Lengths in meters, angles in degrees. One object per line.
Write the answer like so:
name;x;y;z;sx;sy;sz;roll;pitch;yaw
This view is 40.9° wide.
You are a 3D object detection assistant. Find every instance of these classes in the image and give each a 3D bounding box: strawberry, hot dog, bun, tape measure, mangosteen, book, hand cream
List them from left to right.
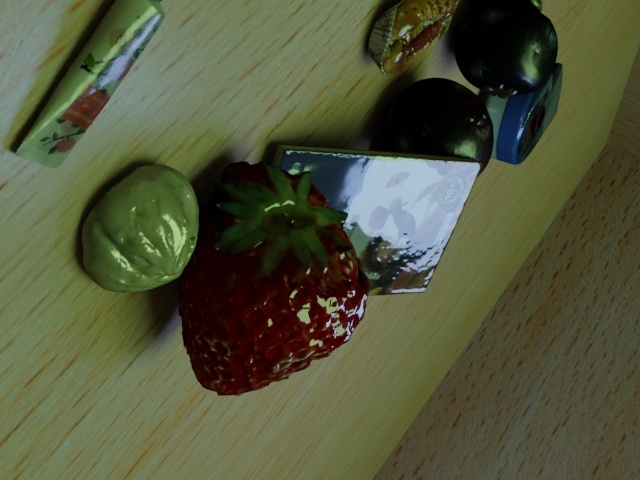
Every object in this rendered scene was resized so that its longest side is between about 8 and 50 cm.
hand cream;-0.236;-0.178;0.908;0.234;0.050;0.080;-55;162;3
bun;-0.215;-0.001;1.091;0.183;0.102;0.183;-43;151;-31
strawberry;-0.071;0.072;1.259;0.292;0.291;0.310;-46;158;-32
book;0.068;-0.024;1.506;0.428;0.039;0.300;-1;125;-34
hot dog;0.169;-0.378;1.505;0.252;0.069;0.131;-41;151;-42
mangosteen;0.208;-0.189;1.671;0.265;0.228;0.228;-34;-179;42
mangosteen;0.381;-0.410;1.759;0.243;0.243;0.243;-47;155;-30
tape measure;0.492;-0.327;2.182;0.262;0.138;0.259;-57;157;-14
